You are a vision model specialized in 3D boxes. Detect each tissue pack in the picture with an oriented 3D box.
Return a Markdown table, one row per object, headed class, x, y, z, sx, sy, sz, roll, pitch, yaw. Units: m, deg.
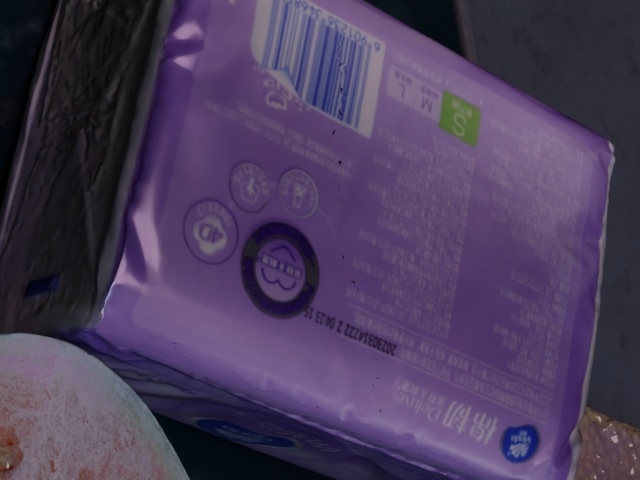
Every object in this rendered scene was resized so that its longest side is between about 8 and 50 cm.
| class | x | y | z | sx | sy | sz | roll | pitch | yaw |
| --- | --- | --- | --- | --- | --- | --- | --- | --- | --- |
| tissue pack | 0.000 | 0.000 | 0.975 | 0.338 | 0.160 | 0.242 | 26 | 67 | -33 |

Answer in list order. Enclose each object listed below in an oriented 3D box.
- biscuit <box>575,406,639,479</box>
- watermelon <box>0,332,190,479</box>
| class | x | y | z | sx | sy | sz | roll | pitch | yaw |
| --- | --- | --- | --- | --- | --- | --- | --- | --- | --- |
| biscuit | 0.192 | 0.175 | 1.159 | 0.239 | 0.062 | 0.108 | 24 | 66 | -34 |
| watermelon | -0.173 | 0.170 | 0.830 | 0.322 | 0.175 | 0.188 | 57 | 30 | -36 |
